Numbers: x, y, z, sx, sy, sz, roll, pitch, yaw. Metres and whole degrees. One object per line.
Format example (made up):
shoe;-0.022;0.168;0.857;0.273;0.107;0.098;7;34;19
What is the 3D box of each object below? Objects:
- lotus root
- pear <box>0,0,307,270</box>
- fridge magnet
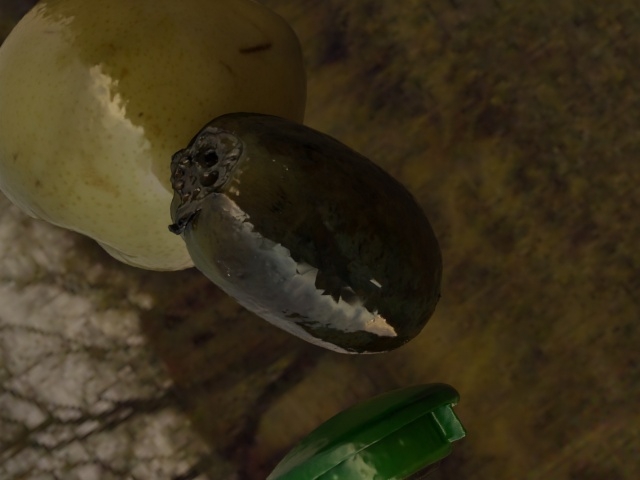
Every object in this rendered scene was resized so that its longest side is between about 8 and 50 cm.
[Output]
lotus root;0.000;0.000;1.181;0.275;0.160;0.152;30;-177;-41
pear;-0.159;-0.124;1.329;0.309;0.309;0.309;54;175;7
fridge magnet;0.039;0.196;1.282;0.088;0.208;0.208;61;177;11
